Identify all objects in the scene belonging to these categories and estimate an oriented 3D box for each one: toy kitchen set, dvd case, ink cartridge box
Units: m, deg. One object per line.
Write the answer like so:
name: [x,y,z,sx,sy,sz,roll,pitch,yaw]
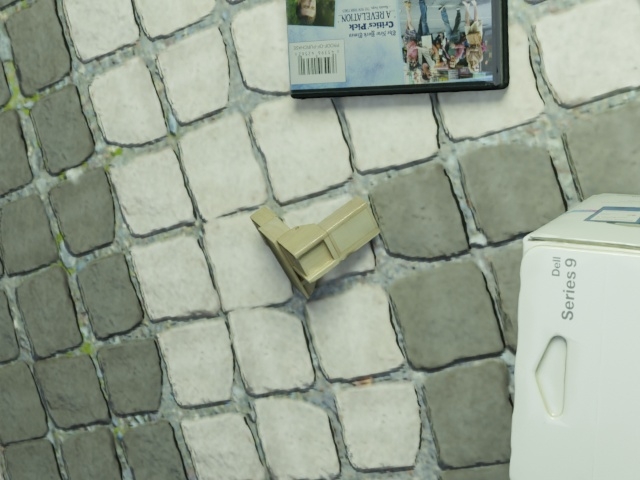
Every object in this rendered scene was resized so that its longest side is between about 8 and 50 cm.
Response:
toy kitchen set: [0.000,0.000,0.800,0.083,0.075,0.068,39,161,52]
dvd case: [0.053,-0.237,0.730,0.180,0.022,0.252,2,99,27]
ink cartridge box: [0.189,0.059,0.599,0.093,0.212,0.154,5,101,27]
